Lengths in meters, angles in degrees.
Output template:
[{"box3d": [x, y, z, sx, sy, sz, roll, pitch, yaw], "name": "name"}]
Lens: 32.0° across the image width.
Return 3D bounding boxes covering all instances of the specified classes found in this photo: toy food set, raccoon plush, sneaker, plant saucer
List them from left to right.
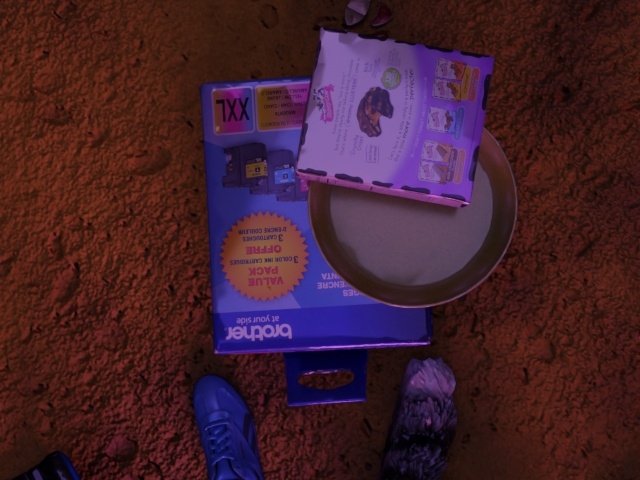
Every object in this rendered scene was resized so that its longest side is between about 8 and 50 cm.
[{"box3d": [-0.116, 0.271, 1.420, 0.069, 0.082, 0.209, -18, 84, 7], "name": "sneaker"}, {"box3d": [0.052, -0.267, 1.461, 0.078, 0.019, 0.122, 37, 84, 6], "name": "toy food set"}, {"box3d": [0.105, -0.042, 1.291, 0.240, 0.037, 0.241, 0, 86, 1], "name": "plant saucer"}, {"box3d": [0.203, 0.389, 1.332, 0.299, 0.216, 0.447, 15, 89, -2], "name": "raccoon plush"}]

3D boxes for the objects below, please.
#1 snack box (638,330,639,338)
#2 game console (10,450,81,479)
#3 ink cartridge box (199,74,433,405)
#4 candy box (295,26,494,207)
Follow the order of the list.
[{"box3d": [0.494, 0.119, 1.395, 0.178, 0.022, 0.064, 17, 90, 6], "name": "snack box"}, {"box3d": [-0.340, 0.437, 1.395, 0.173, 0.250, 0.293, -28, 85, -23], "name": "game console"}, {"box3d": [0.000, 0.000, 1.390, 0.270, 0.151, 0.396, -4, 88, 5], "name": "ink cartridge box"}, {"box3d": [0.081, -0.135, 1.243, 0.196, 0.070, 0.165, 11, 87, 1], "name": "candy box"}]
